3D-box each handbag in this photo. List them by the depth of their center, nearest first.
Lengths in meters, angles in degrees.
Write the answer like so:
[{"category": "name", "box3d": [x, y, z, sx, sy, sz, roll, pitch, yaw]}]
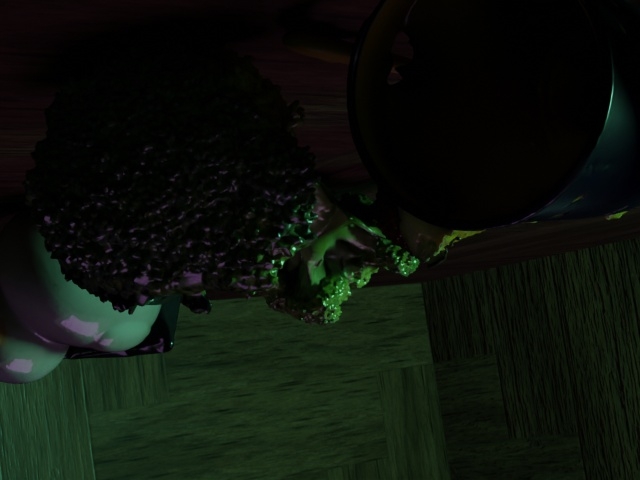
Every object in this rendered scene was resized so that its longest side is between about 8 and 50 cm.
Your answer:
[{"category": "handbag", "box3d": [-0.274, 0.061, 1.806, 0.211, 0.254, 0.088, -9, 131, 13]}]

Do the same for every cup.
[{"category": "cup", "box3d": [0.126, -0.125, 0.958, 0.178, 0.255, 0.256, -51, 159, 20]}]

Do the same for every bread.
[{"category": "bread", "box3d": [0.151, -0.059, 1.467, 0.160, 0.140, 0.169, -20, 169, 3]}]

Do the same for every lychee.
[{"category": "lychee", "box3d": [0.124, -0.042, 1.693, 0.123, 0.123, 0.129, -7, 179, -14]}]

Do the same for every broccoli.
[{"category": "broccoli", "box3d": [-0.113, -0.043, 0.990, 0.176, 0.198, 0.226, 9, 161, -23]}, {"category": "broccoli", "box3d": [0.015, 0.021, 1.830, 0.254, 0.186, 0.302, 4, 176, -23]}]

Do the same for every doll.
[{"category": "doll", "box3d": [-0.315, 0.076, 1.616, 0.221, 0.221, 0.251, -12, 178, 33]}]

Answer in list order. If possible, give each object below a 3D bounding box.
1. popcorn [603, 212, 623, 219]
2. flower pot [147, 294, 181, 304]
[{"category": "popcorn", "box3d": [0.366, -0.082, 1.721, 0.106, 0.116, 0.120, -18, 130, 13]}, {"category": "flower pot", "box3d": [-0.160, -0.025, 1.381, 0.157, 0.157, 0.107, -3, 159, -42]}]
